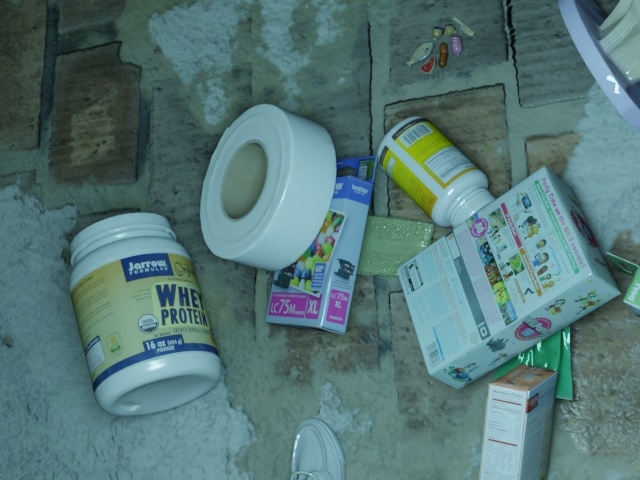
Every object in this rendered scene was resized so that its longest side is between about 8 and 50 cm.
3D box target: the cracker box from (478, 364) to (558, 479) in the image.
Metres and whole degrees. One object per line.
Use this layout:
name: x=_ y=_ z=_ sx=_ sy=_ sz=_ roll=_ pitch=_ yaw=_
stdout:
cracker box: x=0.293 y=0.314 z=1.685 sx=0.067 sy=0.155 sz=0.232 roll=9 pitch=98 yaw=27

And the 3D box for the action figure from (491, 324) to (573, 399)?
action figure: x=0.355 y=0.130 z=1.793 sx=0.137 sy=0.063 sz=0.232 roll=6 pitch=83 yaw=28

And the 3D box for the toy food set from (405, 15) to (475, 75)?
toy food set: x=0.214 y=-0.344 z=2.012 sx=0.122 sy=0.019 sz=0.078 roll=-48 pitch=62 yaw=7

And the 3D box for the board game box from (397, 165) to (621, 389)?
board game box: x=0.285 y=0.062 z=1.766 sx=0.303 sy=0.097 sz=0.224 roll=-36 pitch=46 yaw=24

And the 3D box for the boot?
boot: x=-0.018 y=0.418 z=1.857 sx=0.095 sy=0.123 sz=0.258 roll=-15 pitch=70 yaw=21

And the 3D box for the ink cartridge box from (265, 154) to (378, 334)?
ink cartridge box: x=0.000 y=0.000 z=1.949 sx=0.185 sy=0.065 sz=0.311 roll=-1 pitch=74 yaw=56

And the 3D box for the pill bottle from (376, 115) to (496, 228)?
pill bottle: x=0.201 y=-0.105 z=1.899 sx=0.117 sy=0.117 sz=0.215 roll=-46 pitch=62 yaw=8

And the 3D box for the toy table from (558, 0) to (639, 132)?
toy table: x=0.504 y=-0.323 z=1.759 sx=0.161 sy=0.252 sz=0.274 roll=-35 pitch=76 yaw=31

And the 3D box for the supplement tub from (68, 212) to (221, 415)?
supplement tub: x=-0.322 y=0.132 z=2.018 sx=0.228 sy=0.228 sz=0.316 roll=-26 pitch=67 yaw=17

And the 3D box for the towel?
towel: x=0.124 y=0.012 z=1.955 sx=0.148 sy=0.027 sz=0.110 roll=4 pitch=77 yaw=27

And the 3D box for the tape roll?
tape roll: x=-0.097 y=-0.094 z=1.981 sx=0.286 sy=0.100 sz=0.286 roll=-27 pitch=55 yaw=47

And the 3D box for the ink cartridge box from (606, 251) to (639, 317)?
ink cartridge box: x=0.522 y=0.095 z=1.698 sx=0.209 sy=0.109 sz=0.062 roll=25 pitch=87 yaw=28
